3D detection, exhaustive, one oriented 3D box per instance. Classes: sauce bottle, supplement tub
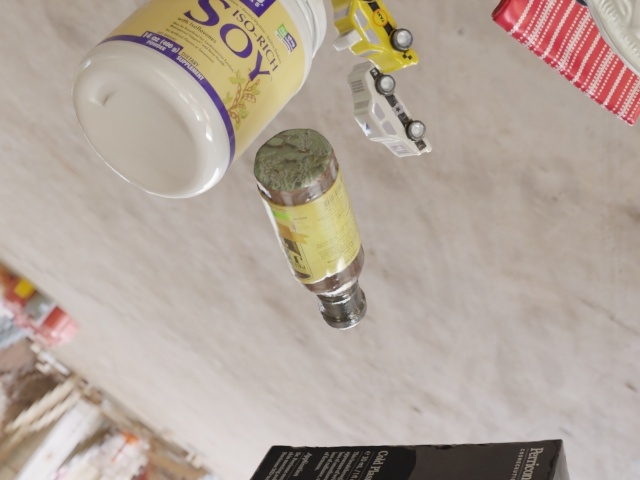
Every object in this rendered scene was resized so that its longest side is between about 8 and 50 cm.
[{"bbox_3d":[0.000,0.000,1.609,0.111,0.111,0.344,25,152,32],"label":"sauce bottle"},{"bbox_3d":[-0.158,-0.243,1.647,0.241,0.331,0.241,22,140,19],"label":"supplement tub"}]

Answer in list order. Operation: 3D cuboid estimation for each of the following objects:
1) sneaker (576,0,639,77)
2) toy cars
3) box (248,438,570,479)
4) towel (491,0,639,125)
[{"bbox_3d":[0.330,-0.271,1.225,0.323,0.130,0.236,47,-158,10],"label":"sneaker"},{"bbox_3d":[0.082,-0.270,1.945,0.176,0.087,0.394,39,159,33],"label":"toy cars"},{"bbox_3d":[0.056,0.345,1.070,0.312,0.343,0.179,-6,111,23],"label":"box"},{"bbox_3d":[0.384,-0.312,1.644,0.275,0.199,0.031,33,178,-20],"label":"towel"}]
